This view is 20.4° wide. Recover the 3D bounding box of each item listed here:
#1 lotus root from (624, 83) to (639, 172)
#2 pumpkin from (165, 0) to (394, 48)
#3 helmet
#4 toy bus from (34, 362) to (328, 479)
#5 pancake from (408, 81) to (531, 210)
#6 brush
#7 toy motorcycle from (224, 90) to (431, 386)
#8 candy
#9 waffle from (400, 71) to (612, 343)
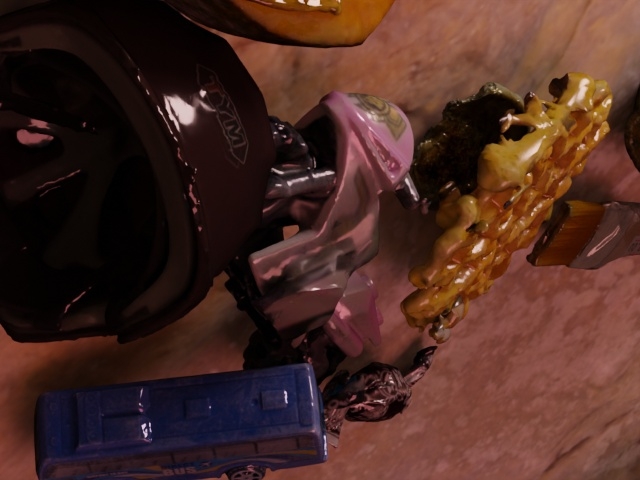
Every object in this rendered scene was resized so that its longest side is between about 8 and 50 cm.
[{"bbox_3d":[0.406,-0.126,1.609,0.274,0.152,0.160,-24,142,-18],"label":"lotus root"},{"bbox_3d":[-0.048,-0.285,1.121,0.256,0.225,0.303,-36,130,-14],"label":"pumpkin"},{"bbox_3d":[-0.128,-0.060,1.190,0.177,0.305,0.225,-29,104,-43],"label":"helmet"},{"bbox_3d":[-0.114,0.148,1.422,0.236,0.079,0.094,-6,146,-2],"label":"toy bus"},{"bbox_3d":[0.128,-0.078,1.536,0.129,0.022,0.116,-48,136,10],"label":"pancake"},{"bbox_3d":[0.315,-0.003,1.691,0.336,0.020,0.085,0,130,-47],"label":"brush"},{"bbox_3d":[0.000,0.000,1.418,0.188,0.143,0.327,-31,142,-13],"label":"toy motorcycle"},{"bbox_3d":[0.049,0.135,1.569,0.094,0.051,0.226,-40,166,18],"label":"candy"},{"bbox_3d":[0.155,-0.033,1.491,0.262,0.060,0.280,-57,166,2],"label":"waffle"}]
